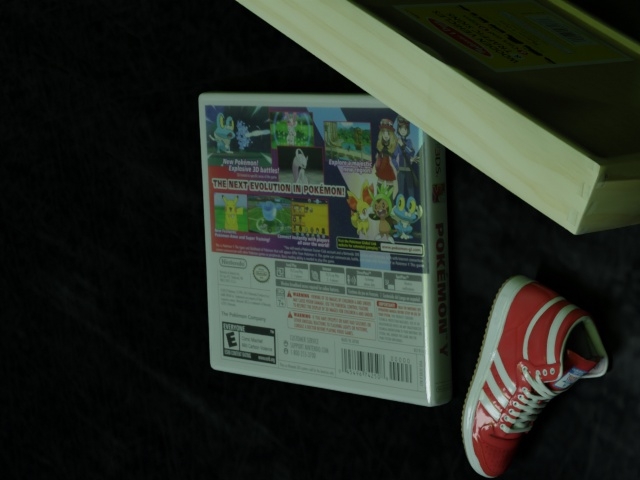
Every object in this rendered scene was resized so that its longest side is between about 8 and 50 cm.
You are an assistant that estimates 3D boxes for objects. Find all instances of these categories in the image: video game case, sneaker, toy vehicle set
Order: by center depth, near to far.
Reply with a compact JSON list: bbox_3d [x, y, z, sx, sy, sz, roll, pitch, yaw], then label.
[{"bbox_3d":[0.091,-0.092,0.980,0.267,0.166,0.035,38,122,36],"label":"toy vehicle set"},{"bbox_3d":[0.119,0.085,1.068,0.067,0.042,0.118,25,112,44],"label":"sneaker"},{"bbox_3d":[0.000,0.000,1.192,0.201,0.023,0.183,6,101,46],"label":"video game case"}]
